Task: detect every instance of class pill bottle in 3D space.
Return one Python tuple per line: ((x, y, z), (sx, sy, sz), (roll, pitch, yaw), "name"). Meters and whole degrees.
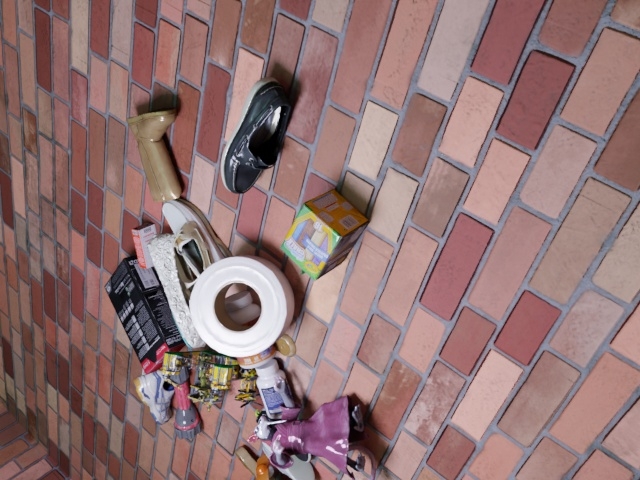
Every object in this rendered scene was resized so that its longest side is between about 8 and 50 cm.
((-0.224, 0.270, 1.875), (0.121, 0.121, 0.216), (-8, 106, 41), "pill bottle")
((-0.145, 0.461, 1.922), (0.094, 0.094, 0.169), (-6, 107, 41), "pill bottle")

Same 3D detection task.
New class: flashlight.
((-0.510, 0.587, 2.275), (0.103, 0.103, 0.303), (14, 120, 35), "flashlight")

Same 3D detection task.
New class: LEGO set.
((-0.358, 0.475, 1.990), (0.332, 0.255, 0.192), (6, 87, 25), "LEGO set")

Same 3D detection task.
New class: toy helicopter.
((-0.193, 0.809, 2.091), (0.355, 0.140, 0.234), (28, 149, 45), "toy helicopter")

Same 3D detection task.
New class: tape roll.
((-0.222, 0.183, 1.752), (0.286, 0.100, 0.286), (0, 92, 11), "tape roll")

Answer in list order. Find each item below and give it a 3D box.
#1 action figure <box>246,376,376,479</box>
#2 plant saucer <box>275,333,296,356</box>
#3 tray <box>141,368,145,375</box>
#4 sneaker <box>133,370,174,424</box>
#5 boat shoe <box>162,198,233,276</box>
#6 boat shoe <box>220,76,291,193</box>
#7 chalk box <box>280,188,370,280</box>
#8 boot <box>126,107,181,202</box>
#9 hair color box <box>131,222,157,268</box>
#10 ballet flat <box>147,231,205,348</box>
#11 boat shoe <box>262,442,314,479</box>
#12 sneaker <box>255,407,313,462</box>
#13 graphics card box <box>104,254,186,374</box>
((-0.039, 0.570, 1.816), (0.370, 0.248, 0.275), (-10, 131, 26), "action figure")
((-0.111, 0.323, 1.881), (0.083, 0.015, 0.083), (18, 121, 33), "plant saucer")
((-0.660, 0.534, 2.423), (0.145, 0.030, 0.270), (33, 128, 24), "tray")
((-0.603, 0.600, 2.356), (0.112, 0.131, 0.296), (52, 161, 37), "sneaker")
((-0.396, -0.009, 1.894), (0.302, 0.103, 0.113), (46, 132, 13), "boat shoe")
((-0.154, -0.239, 1.571), (0.113, 0.127, 0.340), (46, 124, 29), "boat shoe")
((0.000, 0.000, 1.555), (0.132, 0.132, 0.213), (44, 130, 14), "chalk box")
((-0.470, -0.255, 1.855), (0.236, 0.089, 0.269), (3, 112, 50), "boot")
((-0.587, 0.017, 2.085), (0.043, 0.072, 0.141), (10, 116, 36), "hair color box")
((-0.433, 0.160, 1.995), (0.147, 0.147, 0.408), (-14, 101, 42), "ballet flat")
((-0.109, 0.732, 2.044), (0.227, 0.079, 0.081), (39, 140, 24), "boat shoe")
((-0.127, 0.636, 1.988), (0.234, 0.097, 0.084), (48, 133, 11), "sneaker")
((-0.622, 0.259, 2.179), (0.233, 0.094, 0.370), (-44, 72, 43), "graphics card box")
